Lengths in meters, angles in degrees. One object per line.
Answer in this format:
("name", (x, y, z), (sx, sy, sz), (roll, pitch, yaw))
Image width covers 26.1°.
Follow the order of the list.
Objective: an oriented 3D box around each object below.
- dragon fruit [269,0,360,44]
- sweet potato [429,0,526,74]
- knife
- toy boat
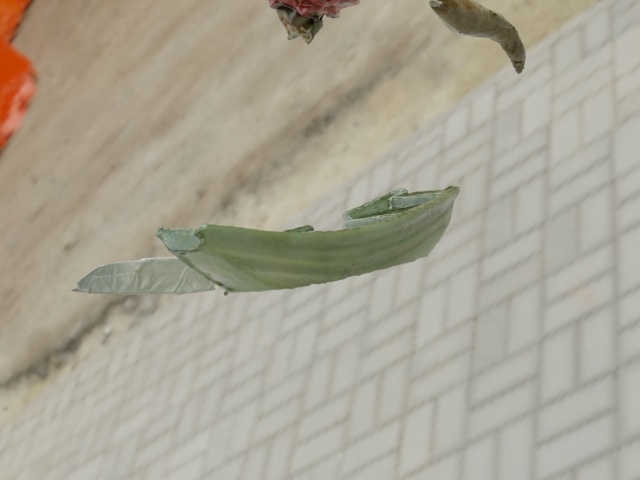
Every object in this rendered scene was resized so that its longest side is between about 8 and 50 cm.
("dragon fruit", (-0.001, -0.332, 1.526), (0.209, 0.172, 0.172), (-52, 22, -8))
("sweet potato", (0.164, -0.218, 1.404), (0.041, 0.153, 0.038), (-56, 40, 12))
("knife", (-0.126, 0.034, 1.532), (0.017, 0.297, 0.047), (-159, 64, -75))
("toy boat", (0.000, 0.000, 0.992), (0.093, 0.055, 0.293), (-4, 4, 38))
